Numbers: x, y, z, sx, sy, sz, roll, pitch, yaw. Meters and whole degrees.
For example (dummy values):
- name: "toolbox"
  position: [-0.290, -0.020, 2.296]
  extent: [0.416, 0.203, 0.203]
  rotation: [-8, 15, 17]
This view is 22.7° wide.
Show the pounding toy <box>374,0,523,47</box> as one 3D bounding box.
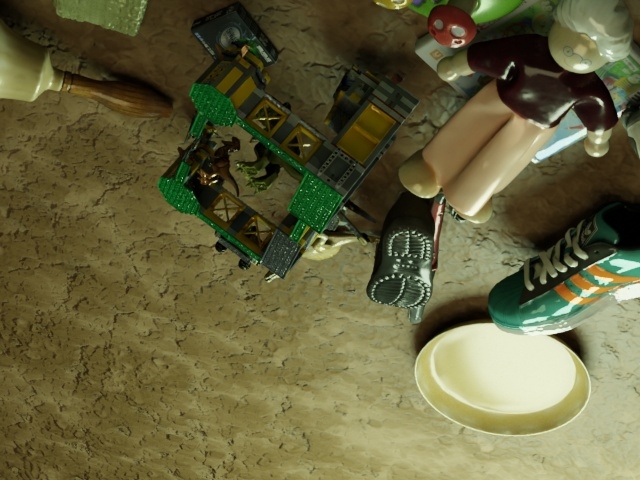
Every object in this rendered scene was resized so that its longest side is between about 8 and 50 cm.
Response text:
- name: "pounding toy"
  position: [0.104, -0.277, 1.598]
  extent: [0.183, 0.110, 0.237]
  rotation: [9, 148, 33]

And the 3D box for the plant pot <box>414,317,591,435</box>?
- name: "plant pot"
  position: [0.245, 0.179, 2.141]
  extent: [0.236, 0.032, 0.236]
  rotation: [7, 136, 7]

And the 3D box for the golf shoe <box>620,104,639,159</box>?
- name: "golf shoe"
  position: [0.411, -0.081, 1.766]
  extent: [0.198, 0.094, 0.077]
  rotation: [24, 137, -27]

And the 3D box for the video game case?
- name: "video game case"
  position: [0.244, -0.192, 1.756]
  extent: [0.212, 0.023, 0.193]
  rotation: [40, 132, -25]

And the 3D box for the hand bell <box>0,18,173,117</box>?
- name: "hand bell"
  position: [-0.291, -0.183, 1.874]
  extent: [0.242, 0.126, 0.126]
  rotation: [15, 139, -19]

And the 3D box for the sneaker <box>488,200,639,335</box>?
- name: "sneaker"
  position: [0.325, 0.017, 1.901]
  extent: [0.302, 0.108, 0.121]
  rotation: [-21, 127, 22]

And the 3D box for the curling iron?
- name: "curling iron"
  position: [0.147, 0.021, 1.998]
  extent: [0.068, 0.035, 0.274]
  rotation: [16, 137, -2]

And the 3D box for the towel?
- name: "towel"
  position: [-0.239, -0.296, 1.776]
  extent: [0.110, 0.027, 0.148]
  rotation: [16, 136, -3]

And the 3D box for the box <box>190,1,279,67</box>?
- name: "box"
  position: [-0.097, -0.226, 1.817]
  extent: [0.067, 0.018, 0.083]
  rotation: [-17, 129, 30]

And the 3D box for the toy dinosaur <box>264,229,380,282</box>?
- name: "toy dinosaur"
  position: [0.000, 0.000, 2.019]
  extent: [0.183, 0.053, 0.092]
  rotation: [-16, 147, 21]

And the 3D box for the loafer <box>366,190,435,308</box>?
- name: "loafer"
  position: [0.108, 0.013, 1.948]
  extent: [0.080, 0.078, 0.220]
  rotation: [12, 150, -1]

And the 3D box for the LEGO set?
- name: "LEGO set"
  position: [-0.033, -0.119, 1.832]
  extent: [0.255, 0.192, 0.331]
  rotation: [33, 150, 10]

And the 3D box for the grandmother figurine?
- name: "grandmother figurine"
  position: [0.228, -0.148, 1.719]
  extent: [0.208, 0.104, 0.342]
  rotation: [18, 140, -16]
